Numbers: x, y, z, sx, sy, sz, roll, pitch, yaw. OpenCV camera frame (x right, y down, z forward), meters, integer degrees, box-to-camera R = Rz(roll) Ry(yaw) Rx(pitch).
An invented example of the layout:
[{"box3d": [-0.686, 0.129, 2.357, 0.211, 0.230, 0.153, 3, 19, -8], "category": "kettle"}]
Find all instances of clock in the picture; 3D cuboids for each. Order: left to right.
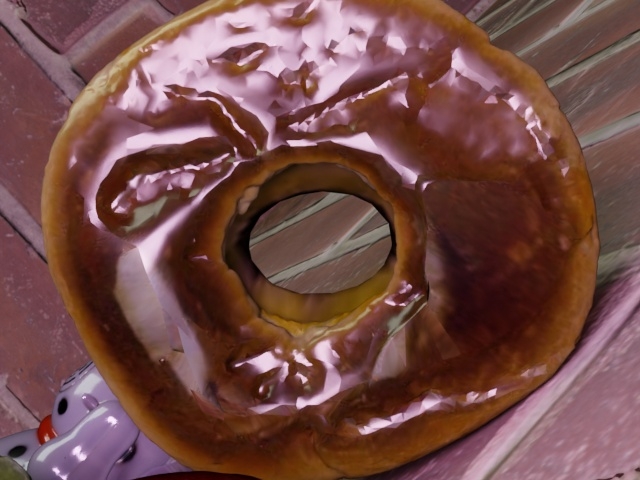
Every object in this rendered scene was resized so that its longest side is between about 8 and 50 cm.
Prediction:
[{"box3d": [-0.211, 0.204, 1.257, 0.254, 0.189, 0.189, -42, 7, 1], "category": "clock"}]

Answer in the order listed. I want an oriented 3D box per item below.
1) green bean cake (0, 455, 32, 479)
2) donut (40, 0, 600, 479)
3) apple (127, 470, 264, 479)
[{"box3d": [-0.266, 0.268, 0.981, 0.248, 0.222, 0.125, -46, 12, -22], "category": "green bean cake"}, {"box3d": [0.000, 0.000, 0.904, 0.330, 0.330, 0.160, -41, -3, 4], "category": "donut"}, {"box3d": [-0.052, 0.185, 0.655, 0.147, 0.156, 0.158, -40, 36, 2], "category": "apple"}]
